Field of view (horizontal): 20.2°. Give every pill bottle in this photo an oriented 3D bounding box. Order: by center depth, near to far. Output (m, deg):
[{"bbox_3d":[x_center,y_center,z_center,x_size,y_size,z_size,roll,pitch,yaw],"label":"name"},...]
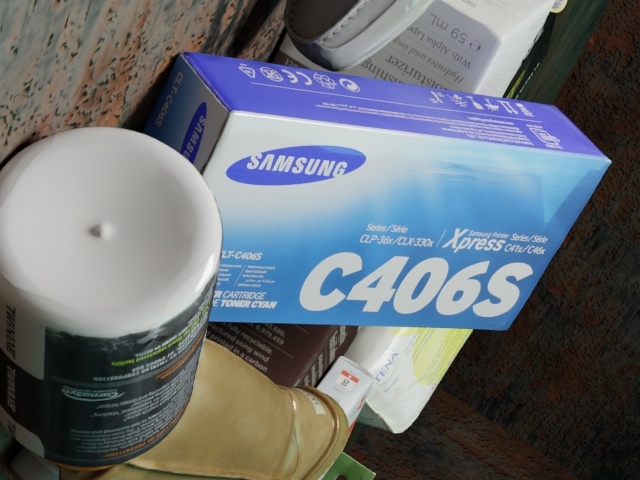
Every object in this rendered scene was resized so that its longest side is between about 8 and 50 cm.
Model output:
[{"bbox_3d":[-0.131,0.050,1.037,0.130,0.130,0.245,-53,170,-29],"label":"pill bottle"}]

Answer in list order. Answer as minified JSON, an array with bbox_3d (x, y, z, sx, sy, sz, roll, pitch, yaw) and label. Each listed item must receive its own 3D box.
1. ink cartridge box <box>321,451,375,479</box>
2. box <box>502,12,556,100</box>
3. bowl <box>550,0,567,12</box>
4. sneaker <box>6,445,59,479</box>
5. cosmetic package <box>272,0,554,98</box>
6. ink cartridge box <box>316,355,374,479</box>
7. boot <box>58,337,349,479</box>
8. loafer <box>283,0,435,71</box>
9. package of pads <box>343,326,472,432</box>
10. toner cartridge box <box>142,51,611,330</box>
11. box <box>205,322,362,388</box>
[{"bbox_3d":[-0.066,0.218,1.732,0.109,0.209,0.062,-63,171,28],"label":"ink cartridge box"},{"bbox_3d":[0.174,-0.158,2.199,0.322,0.079,0.257,-56,170,-8],"label":"box"},{"bbox_3d":[0.148,-0.269,1.547,0.170,0.080,0.170,40,44,-53],"label":"bowl"},{"bbox_3d":[-0.141,0.144,1.423,0.153,0.099,0.282,-56,168,-1],"label":"sneaker"},{"bbox_3d":[0.059,-0.133,1.382,0.183,0.151,0.151,-63,170,27],"label":"cosmetic package"},{"bbox_3d":[-0.025,0.204,1.575,0.179,0.045,0.145,-55,171,-34],"label":"ink cartridge box"},{"bbox_3d":[-0.110,0.176,1.288,0.236,0.089,0.269,-58,153,3],"label":"boot"},{"bbox_3d":[0.064,-0.260,1.184,0.111,0.112,0.319,21,104,-45],"label":"loafer"},{"bbox_3d":[0.061,0.039,1.770,0.296,0.229,0.101,-55,128,-22],"label":"package of pads"},{"bbox_3d":[0.028,-0.025,1.242,0.348,0.075,0.165,3,124,-40],"label":"toner cartridge box"},{"bbox_3d":[0.000,0.000,1.581,0.381,0.143,0.191,-58,172,-13],"label":"box"}]
